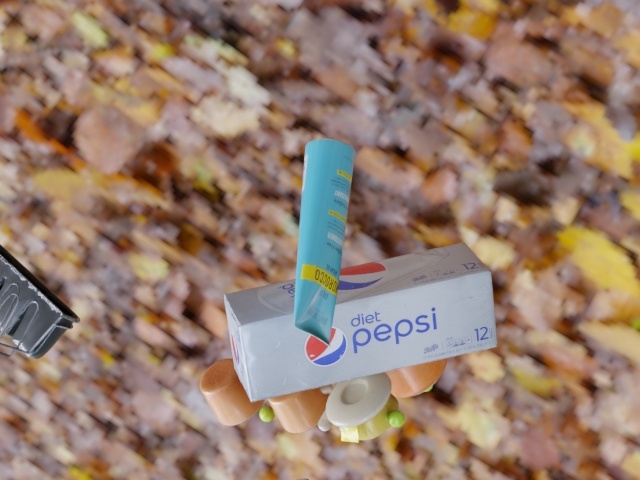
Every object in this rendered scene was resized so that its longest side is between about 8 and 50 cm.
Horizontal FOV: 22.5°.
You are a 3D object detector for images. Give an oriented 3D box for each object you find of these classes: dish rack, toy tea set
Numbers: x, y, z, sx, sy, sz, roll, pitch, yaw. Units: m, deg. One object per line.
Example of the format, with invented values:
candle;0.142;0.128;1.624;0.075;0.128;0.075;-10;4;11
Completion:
dish rack;-0.403;0.031;1.679;0.208;0.074;0.271;36;-176;35
toy tea set;0.011;0.178;1.996;0.336;0.200;0.124;1;138;43

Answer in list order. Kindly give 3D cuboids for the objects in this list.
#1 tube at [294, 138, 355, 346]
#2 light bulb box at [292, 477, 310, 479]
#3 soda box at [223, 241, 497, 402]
tube;0.000;0.000;1.652;0.052;0.207;0.080;-5;159;32
light bulb box;-0.151;0.473;1.661;0.225;0.358;0.361;-19;87;52
soda box;0.044;0.087;1.764;0.091;0.286;0.098;-125;25;-64
